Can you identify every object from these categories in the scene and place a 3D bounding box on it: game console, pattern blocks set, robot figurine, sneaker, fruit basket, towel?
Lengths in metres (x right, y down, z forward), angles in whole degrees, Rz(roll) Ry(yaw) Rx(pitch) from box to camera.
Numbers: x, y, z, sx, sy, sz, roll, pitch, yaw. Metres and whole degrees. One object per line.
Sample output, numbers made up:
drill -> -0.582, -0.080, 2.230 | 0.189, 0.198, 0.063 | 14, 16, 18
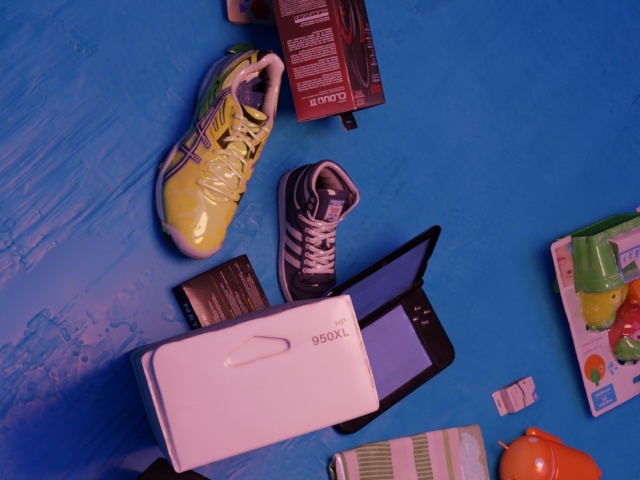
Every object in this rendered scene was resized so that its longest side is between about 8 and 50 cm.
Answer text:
game console -> 0.122, 0.154, 1.934 | 0.293, 0.173, 0.250 | -30, 93, -32
pattern blocks set -> -0.117, -0.472, 2.037 | 0.285, 0.026, 0.325 | 8, 74, -28
robot figurine -> 0.419, 0.432, 2.065 | 0.219, 0.128, 0.158 | 22, 80, -24
sneaker -> -0.164, -0.156, 1.860 | 0.145, 0.147, 0.385 | 22, 69, -26
fruit basket -> 0.614, 0.128, 2.237 | 0.327, 0.165, 0.353 | -19, 91, -32
towel -> 0.170, 0.464, 1.965 | 0.324, 0.038, 0.248 | -3, 79, -31
sneaker -> 0.000, 0.000, 1.912 | 0.099, 0.153, 0.282 | -1, 79, -31

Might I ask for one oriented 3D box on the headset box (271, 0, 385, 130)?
headset box -> 0.016, -0.333, 1.949 | 0.218, 0.110, 0.293 | -27, 106, -71

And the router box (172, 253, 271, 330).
router box -> -0.146, 0.129, 1.859 | 0.133, 0.046, 0.179 | -26, 91, -32

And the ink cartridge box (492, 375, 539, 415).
ink cartridge box -> 0.369, 0.294, 2.128 | 0.083, 0.028, 0.048 | -21, 89, -32

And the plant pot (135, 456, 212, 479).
plant pot -> -0.230, 0.431, 1.665 | 0.167, 0.187, 0.188 | 40, 60, -1

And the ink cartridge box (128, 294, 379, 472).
ink cartridge box -> -0.111, 0.195, 1.616 | 0.285, 0.395, 0.166 | -16, 89, -12
